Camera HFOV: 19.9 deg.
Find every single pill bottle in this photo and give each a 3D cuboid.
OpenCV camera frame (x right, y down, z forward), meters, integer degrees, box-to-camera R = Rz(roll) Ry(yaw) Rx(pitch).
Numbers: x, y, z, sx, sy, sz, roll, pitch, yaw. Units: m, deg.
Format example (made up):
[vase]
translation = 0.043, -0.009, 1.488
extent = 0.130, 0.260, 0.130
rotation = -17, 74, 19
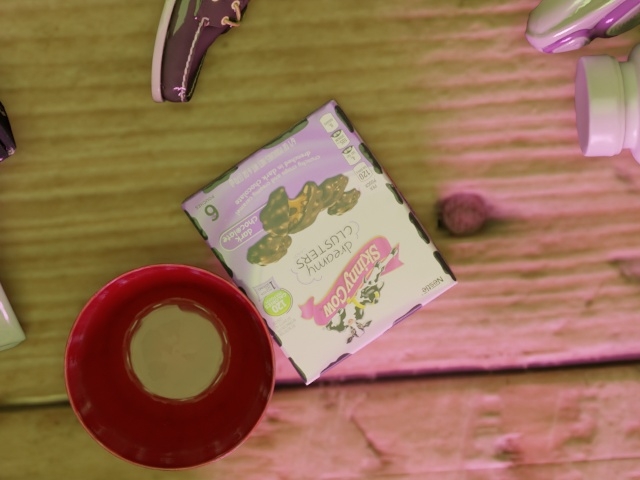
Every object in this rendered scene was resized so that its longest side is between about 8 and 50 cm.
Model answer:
[pill bottle]
translation = 0.330, -0.120, 1.582
extent = 0.208, 0.117, 0.118
rotation = -3, 95, 0

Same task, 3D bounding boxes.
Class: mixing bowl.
[mixing bowl]
translation = -0.129, 0.104, 1.609
extent = 0.181, 0.098, 0.181
rotation = 0, 96, 0

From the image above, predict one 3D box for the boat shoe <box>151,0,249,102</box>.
[boat shoe]
translation = -0.091, -0.224, 1.587
extent = 0.068, 0.081, 0.228
rotation = 15, 93, 2

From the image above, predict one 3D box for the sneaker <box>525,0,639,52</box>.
[sneaker]
translation = 0.275, -0.291, 1.584
extent = 0.305, 0.114, 0.152
rotation = -45, 80, -1

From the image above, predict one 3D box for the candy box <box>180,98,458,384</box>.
[candy box]
translation = 0.000, 0.000, 1.614
extent = 0.165, 0.070, 0.196
rotation = -35, 94, 3

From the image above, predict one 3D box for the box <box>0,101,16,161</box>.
[box]
translation = -0.504, -0.107, 1.524
extent = 0.395, 0.097, 0.318
rotation = -29, 124, 2

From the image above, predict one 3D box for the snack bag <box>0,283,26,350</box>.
[snack bag]
translation = -0.459, 0.025, 1.543
extent = 0.342, 0.037, 0.323
rotation = -20, 126, -4
